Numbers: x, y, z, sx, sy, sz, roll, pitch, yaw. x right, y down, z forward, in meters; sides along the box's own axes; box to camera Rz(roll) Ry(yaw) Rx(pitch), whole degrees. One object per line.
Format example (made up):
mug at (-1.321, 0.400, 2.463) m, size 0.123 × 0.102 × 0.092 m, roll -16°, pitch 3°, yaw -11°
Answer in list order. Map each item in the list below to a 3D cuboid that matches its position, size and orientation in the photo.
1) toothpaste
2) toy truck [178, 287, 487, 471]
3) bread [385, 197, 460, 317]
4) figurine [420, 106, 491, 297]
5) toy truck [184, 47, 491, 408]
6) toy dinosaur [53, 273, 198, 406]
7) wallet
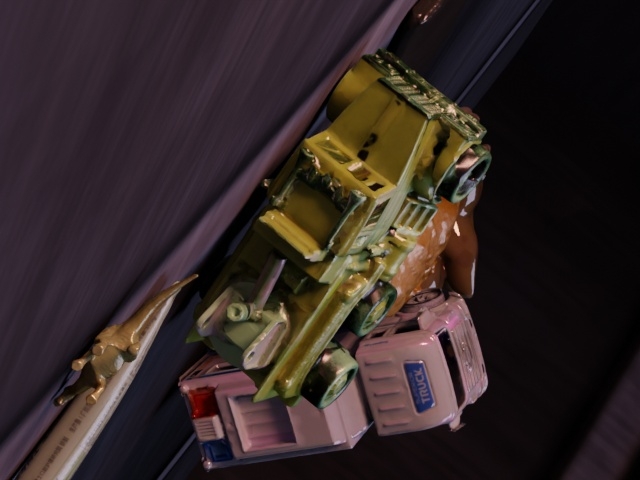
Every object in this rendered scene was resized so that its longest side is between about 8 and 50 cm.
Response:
toothpaste at (-0.144, 0.107, 1.055) m, size 0.197 × 0.029 × 0.048 m, roll -56°, pitch 180°, yaw -10°
toy truck at (0.014, 0.140, 1.644) m, size 0.268 × 0.124 × 0.155 m, roll -12°, pitch -168°, yaw 24°
bread at (0.055, -0.029, 1.600) m, size 0.229 × 0.143 × 0.139 m, roll -54°, pitch 168°, yaw -67°
figurine at (0.101, -0.024, 2.056) m, size 0.177 × 0.173 × 0.247 m, roll -97°, pitch -168°, yaw -65°
toy truck at (0.003, -0.003, 1.207) m, size 0.259 × 0.128 × 0.135 m, roll -54°, pitch 163°, yaw 14°
toy dinosaur at (-0.114, 0.059, 0.964) m, size 0.113 × 0.026 × 0.041 m, roll -45°, pitch -175°, yaw 12°
wallet at (0.082, -0.163, 1.442) m, size 0.124 × 0.025 × 0.244 m, roll -52°, pitch 177°, yaw -26°
